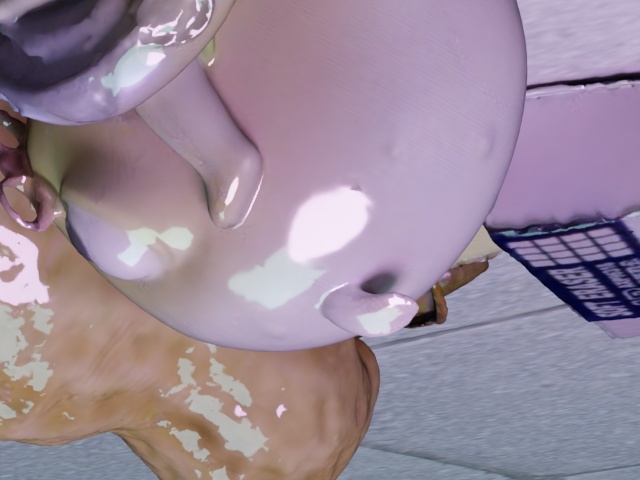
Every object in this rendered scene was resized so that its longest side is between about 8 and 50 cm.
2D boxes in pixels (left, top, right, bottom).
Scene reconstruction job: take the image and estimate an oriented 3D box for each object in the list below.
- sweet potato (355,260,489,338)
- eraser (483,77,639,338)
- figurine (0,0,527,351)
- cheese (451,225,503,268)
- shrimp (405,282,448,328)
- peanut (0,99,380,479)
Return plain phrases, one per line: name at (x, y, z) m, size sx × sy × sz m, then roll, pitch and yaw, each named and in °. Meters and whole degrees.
sweet potato at (0.000, 0.045, 1.347) m, size 0.243 × 0.077 × 0.077 m, roll -5°, pitch 163°, yaw 17°
eraser at (0.195, -0.011, 1.148) m, size 0.130 × 0.086 × 0.287 m, roll -8°, pitch 162°, yaw 22°
figurine at (-0.059, -0.123, 0.686) m, size 0.274 × 0.227 × 0.394 m, roll -41°, pitch 136°, yaw 17°
cheese at (0.062, -0.038, 1.112) m, size 0.127 × 0.050 × 0.255 m, roll -2°, pitch 163°, yaw 6°
shrimp at (0.001, -0.001, 1.119) m, size 0.173 × 0.058 × 0.253 m, roll 36°, pitch 162°, yaw 5°
peanut at (-0.113, 0.027, 0.989) m, size 0.387 × 0.192 × 0.169 m, roll 33°, pitch 164°, yaw -35°
